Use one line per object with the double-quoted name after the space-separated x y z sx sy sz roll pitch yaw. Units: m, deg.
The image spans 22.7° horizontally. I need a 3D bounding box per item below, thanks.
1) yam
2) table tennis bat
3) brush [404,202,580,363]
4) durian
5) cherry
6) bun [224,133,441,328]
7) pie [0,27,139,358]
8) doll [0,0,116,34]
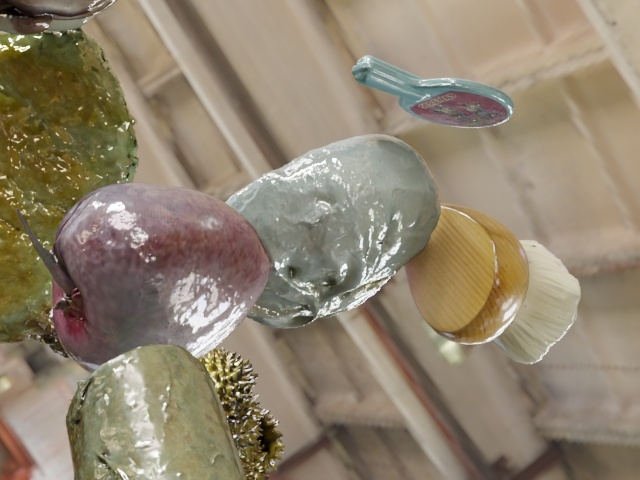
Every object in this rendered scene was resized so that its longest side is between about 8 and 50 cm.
-0.138 0.240 1.441 0.161 0.161 0.268 81 -8 -52 "yam"
0.149 -0.197 2.140 0.244 0.040 0.153 16 -18 -31 "table tennis bat"
0.228 0.042 2.247 0.166 0.174 0.267 15 27 -37 "brush"
-0.183 0.295 2.496 0.258 0.293 0.258 5 -32 3 "durian"
-0.179 0.040 1.626 0.183 0.266 0.213 -109 -155 -43 "cherry"
-0.003 0.003 2.162 0.194 0.354 0.354 62 -17 12 "bun"
-0.424 -0.067 1.981 0.180 0.395 0.418 -104 -161 -81 "pie"
-0.315 -0.332 1.777 0.370 0.215 0.226 -149 -110 -69 "doll"
